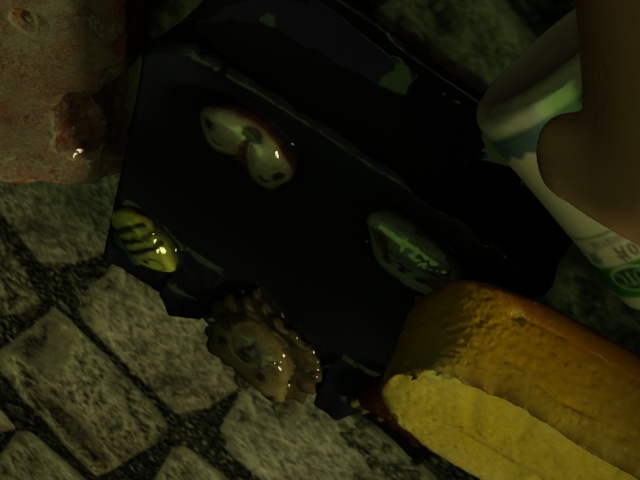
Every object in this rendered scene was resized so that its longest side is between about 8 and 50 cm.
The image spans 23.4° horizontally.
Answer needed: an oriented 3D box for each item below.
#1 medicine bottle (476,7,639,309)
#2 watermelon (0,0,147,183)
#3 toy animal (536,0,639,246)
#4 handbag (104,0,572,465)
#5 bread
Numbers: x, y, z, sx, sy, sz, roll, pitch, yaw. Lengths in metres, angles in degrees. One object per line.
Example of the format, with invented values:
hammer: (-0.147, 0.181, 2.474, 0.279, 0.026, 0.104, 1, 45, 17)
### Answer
medicine bottle: (0.208, -0.023, 0.868, 0.237, 0.139, 0.139, 50, 142, -9)
watermelon: (-0.202, -0.157, 1.129, 0.226, 0.148, 0.318, 35, 132, -21)
toy animal: (0.211, -0.135, 0.657, 0.269, 0.237, 0.326, 2, 112, 33)
handbag: (0.000, 0.000, 1.090, 0.303, 0.122, 0.329, 35, 143, 7)
bread: (0.155, 0.107, 0.907, 0.245, 0.094, 0.102, 29, 151, 1)
